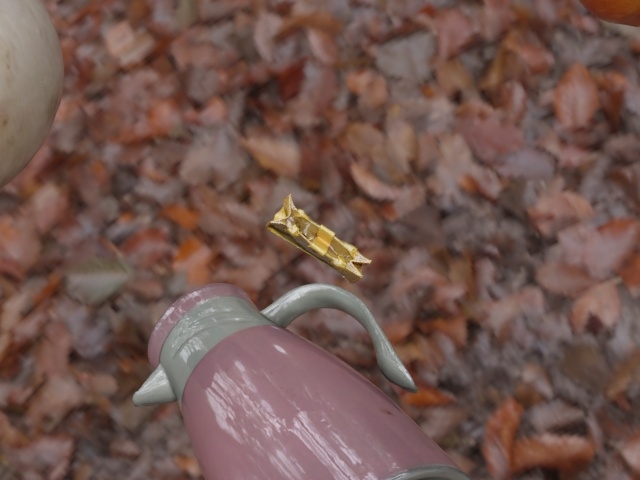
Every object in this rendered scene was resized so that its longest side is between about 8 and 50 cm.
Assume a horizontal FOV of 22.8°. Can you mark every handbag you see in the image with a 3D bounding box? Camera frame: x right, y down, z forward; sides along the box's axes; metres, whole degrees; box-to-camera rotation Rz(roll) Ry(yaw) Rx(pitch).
[{"bbox_3d":[0.000,0.000,1.218,0.083,0.061,0.027,34,83,-1],"label":"handbag"}]

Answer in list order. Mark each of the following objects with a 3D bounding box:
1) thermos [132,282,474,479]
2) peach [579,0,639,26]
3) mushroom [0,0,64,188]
[{"bbox_3d":[-0.012,0.127,1.101,0.176,0.146,0.265,-32,47,-12],"label":"thermos"},{"bbox_3d":[0.248,-0.287,1.197,0.243,0.243,0.199,-21,41,11],"label":"peach"},{"bbox_3d":[-0.411,-0.127,1.417,0.362,0.295,0.362,4,36,-3],"label":"mushroom"}]
